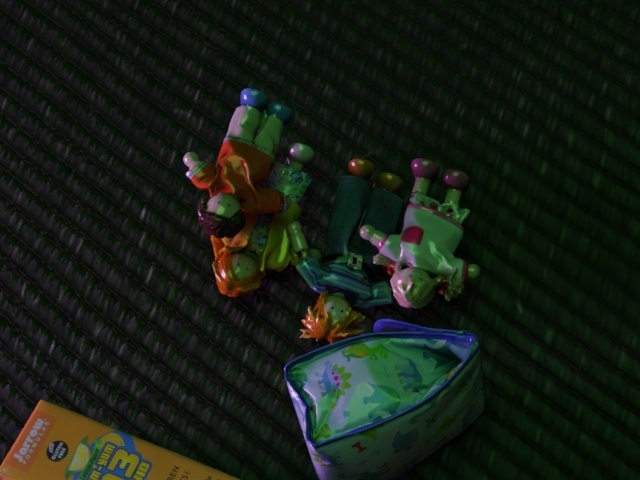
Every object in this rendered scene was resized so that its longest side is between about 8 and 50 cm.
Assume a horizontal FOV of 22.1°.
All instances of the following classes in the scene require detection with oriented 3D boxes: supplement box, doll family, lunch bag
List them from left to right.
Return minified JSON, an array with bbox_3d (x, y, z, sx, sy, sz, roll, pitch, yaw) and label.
[{"bbox_3d":[-0.135,0.209,1.298,0.233,0.080,0.078,18,63,18],"label":"supplement box"},{"bbox_3d":[0.000,0.000,1.389,0.263,0.118,0.163,20,59,-3],"label":"doll family"},{"bbox_3d":[0.057,0.126,1.289,0.151,0.129,0.096,-18,62,-2],"label":"lunch bag"}]
